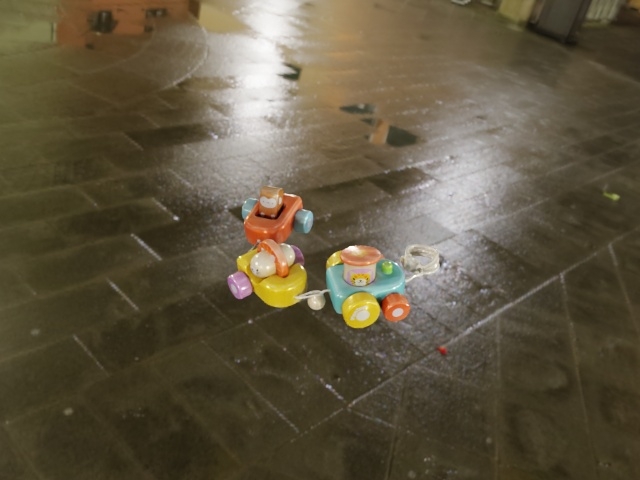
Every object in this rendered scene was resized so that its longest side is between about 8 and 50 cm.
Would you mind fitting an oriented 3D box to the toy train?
[{"bbox_3d":[0.000,0.000,0.475,0.166,0.046,0.125,15,42,21],"label":"toy train"}]
